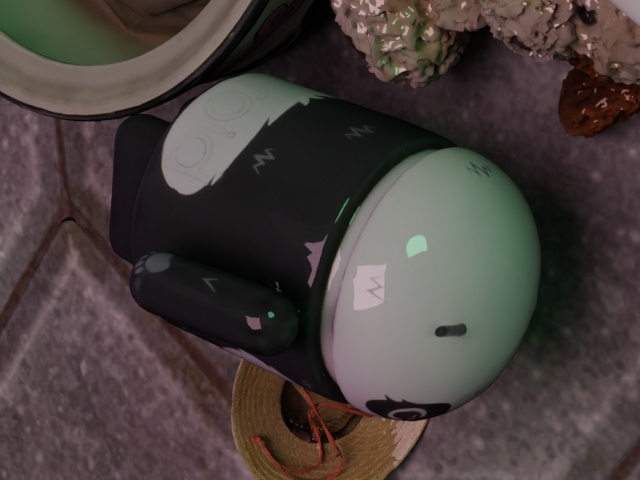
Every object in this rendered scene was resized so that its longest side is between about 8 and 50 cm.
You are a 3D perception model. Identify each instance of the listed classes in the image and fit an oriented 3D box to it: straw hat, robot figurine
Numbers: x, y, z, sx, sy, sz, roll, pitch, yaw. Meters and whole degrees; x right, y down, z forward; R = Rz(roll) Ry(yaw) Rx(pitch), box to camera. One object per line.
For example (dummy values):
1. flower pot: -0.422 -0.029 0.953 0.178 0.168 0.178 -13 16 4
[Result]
1. straw hat: 0.001 0.100 1.223 0.061 0.144 0.144 -122 38 -74
2. robot figurine: -0.001 0.003 1.092 0.278 0.173 0.209 22 67 32

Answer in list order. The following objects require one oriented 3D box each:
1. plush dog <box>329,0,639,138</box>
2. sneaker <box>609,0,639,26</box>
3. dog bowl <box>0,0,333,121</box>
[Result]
1. plush dog: 0.130 -0.173 1.020 0.225 0.262 0.210 41 80 15
2. sneaker: 0.224 -0.124 0.756 0.296 0.104 0.147 42 145 32
3. dog bowl: -0.116 -0.286 1.215 0.408 0.150 0.408 6 100 39
